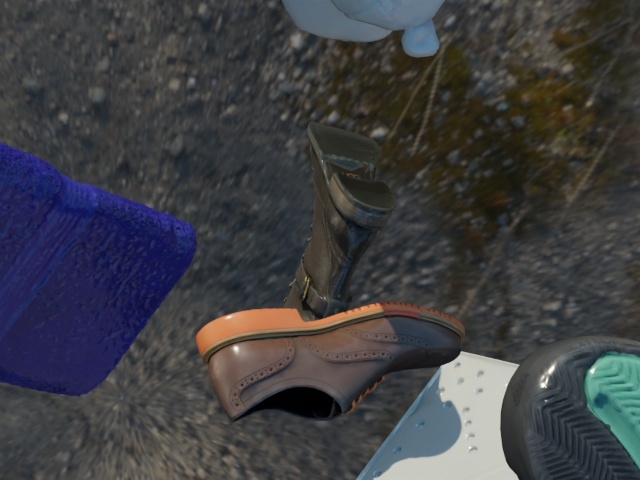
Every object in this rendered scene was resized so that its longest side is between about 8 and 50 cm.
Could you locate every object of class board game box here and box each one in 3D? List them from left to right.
[{"bbox_3d":[0.190,0.312,1.553,0.390,0.390,0.050,-50,125,-24],"label":"board game box"}]

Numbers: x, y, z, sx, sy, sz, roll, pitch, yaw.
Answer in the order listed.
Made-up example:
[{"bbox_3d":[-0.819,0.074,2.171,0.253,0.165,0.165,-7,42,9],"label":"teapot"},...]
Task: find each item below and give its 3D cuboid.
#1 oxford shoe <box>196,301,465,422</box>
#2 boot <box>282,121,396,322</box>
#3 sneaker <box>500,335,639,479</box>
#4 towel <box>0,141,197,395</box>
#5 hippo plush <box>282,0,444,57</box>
[{"bbox_3d":[0.020,0.119,1.282,0.271,0.097,0.098,-2,62,-27],"label":"oxford shoe"},{"bbox_3d":[0.000,0.000,1.677,0.091,0.263,0.229,13,118,-16],"label":"boot"},{"bbox_3d":[0.126,0.112,0.459,0.223,0.098,0.083,38,68,-18],"label":"sneaker"},{"bbox_3d":[-0.283,0.027,1.324,0.228,0.308,0.076,-52,50,12],"label":"towel"},{"bbox_3d":[0.095,-0.259,1.183,0.234,0.294,0.237,34,70,-31],"label":"hippo plush"}]
